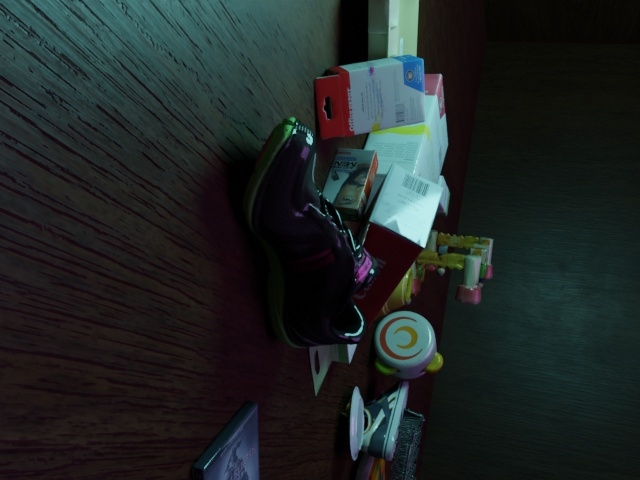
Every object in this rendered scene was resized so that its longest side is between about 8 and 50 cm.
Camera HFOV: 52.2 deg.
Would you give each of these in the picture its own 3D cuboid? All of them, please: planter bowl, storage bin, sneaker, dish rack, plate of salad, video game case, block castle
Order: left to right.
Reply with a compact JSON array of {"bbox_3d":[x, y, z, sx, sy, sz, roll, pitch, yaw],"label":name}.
[{"bbox_3d":[-0.153,0.441,1.106,0.196,0.026,0.274,-42,137,-63],"label":"video game case"},{"bbox_3d":[0.000,0.000,1.115,0.185,0.202,0.483,-66,156,-42],"label":"sneaker"},{"bbox_3d":[0.089,0.508,1.820,0.200,0.048,0.200,-1,90,-79],"label":"plate of salad"},{"bbox_3d":[0.141,-0.440,1.507,0.260,0.123,0.262,-47,140,-60],"label":"storage bin"},{"bbox_3d":[0.191,0.532,2.011,0.321,0.127,0.126,-52,147,-61],"label":"sneaker"},{"bbox_3d":[0.209,0.122,1.850,0.217,0.090,0.217,8,90,-72],"label":"planter bowl"},{"bbox_3d":[0.246,0.609,1.879,0.271,0.074,0.208,14,84,-75],"label":"dish rack"},{"bbox_3d":[0.454,0.108,2.362,0.453,0.303,0.213,-26,122,-67],"label":"block castle"}]

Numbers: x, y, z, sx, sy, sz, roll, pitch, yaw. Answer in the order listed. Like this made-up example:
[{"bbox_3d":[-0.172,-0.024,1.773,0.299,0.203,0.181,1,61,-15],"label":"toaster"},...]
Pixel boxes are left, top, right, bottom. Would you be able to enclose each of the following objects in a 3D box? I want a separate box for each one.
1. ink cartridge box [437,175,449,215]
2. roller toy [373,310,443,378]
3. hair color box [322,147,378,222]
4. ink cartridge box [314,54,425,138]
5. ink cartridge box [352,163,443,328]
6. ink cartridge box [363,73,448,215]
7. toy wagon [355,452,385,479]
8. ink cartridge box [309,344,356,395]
[{"bbox_3d":[0.329,-0.149,2.123,0.212,0.154,0.093,26,72,-70],"label":"ink cartridge box"},{"bbox_3d":[0.270,0.332,2.059,0.146,0.209,0.191,68,14,-57],"label":"roller toy"},{"bbox_3d":[0.063,-0.123,1.433,0.053,0.093,0.167,68,33,-54],"label":"hair color box"},{"bbox_3d":[0.096,-0.298,1.357,0.078,0.231,0.134,-123,-157,-62],"label":"ink cartridge box"},{"bbox_3d":[0.123,0.040,1.434,0.272,0.130,0.309,-64,180,-43],"label":"ink cartridge box"},{"bbox_3d":[0.233,-0.226,1.795,0.279,0.160,0.385,72,31,-51],"label":"ink cartridge box"},{"bbox_3d":[0.153,0.812,2.089,0.267,0.068,0.344,-56,148,-53],"label":"toy wagon"},{"bbox_3d":[0.041,0.235,1.565,0.235,0.056,0.171,-65,155,-48],"label":"ink cartridge box"}]
